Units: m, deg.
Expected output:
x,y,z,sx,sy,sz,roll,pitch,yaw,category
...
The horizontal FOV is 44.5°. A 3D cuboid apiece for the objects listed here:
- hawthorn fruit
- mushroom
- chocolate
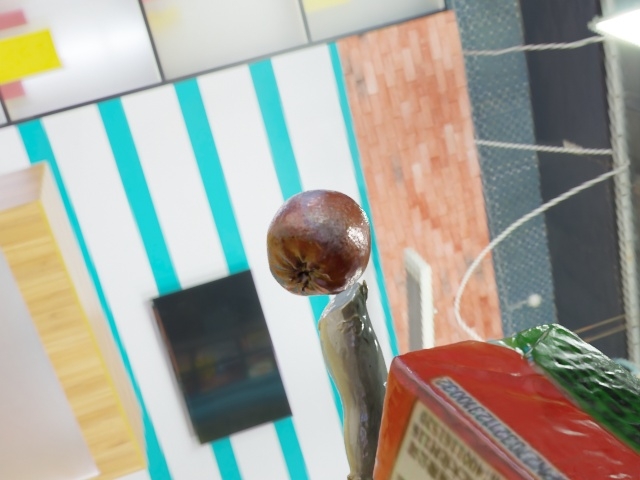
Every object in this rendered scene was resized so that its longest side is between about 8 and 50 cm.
x,y,z,sx,sy,sz,roll,pitch,yaw,category
0.000,0.000,1.206,0.173,0.173,0.173,163,-90,-81,hawthorn fruit
0.069,0.245,1.318,0.097,0.109,0.351,-22,-105,53,mushroom
0.269,0.249,0.791,0.360,0.341,0.161,38,-63,40,chocolate
